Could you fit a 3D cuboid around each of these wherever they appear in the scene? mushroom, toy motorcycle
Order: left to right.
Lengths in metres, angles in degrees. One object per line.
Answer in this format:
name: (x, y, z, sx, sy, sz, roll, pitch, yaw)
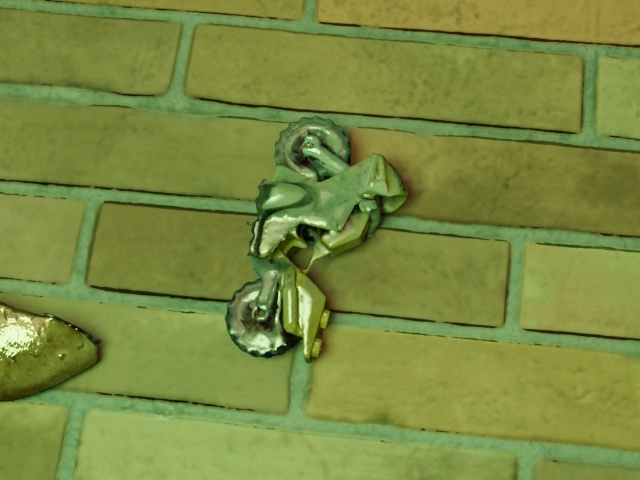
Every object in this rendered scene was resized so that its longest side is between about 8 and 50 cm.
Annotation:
mushroom: (-0.305, 0.089, 1.081, 0.210, 0.072, 0.094, 21, 80, 10)
toy motorcycle: (0.000, 0.000, 1.092, 0.130, 0.094, 0.229, 14, 75, 6)
